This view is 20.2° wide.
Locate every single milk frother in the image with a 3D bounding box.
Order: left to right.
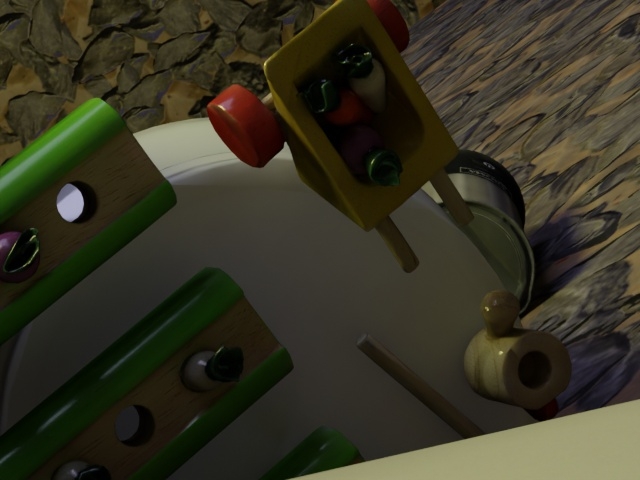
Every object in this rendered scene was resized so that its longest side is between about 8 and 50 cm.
[{"bbox_3d":[0.053,0.024,1.056,0.135,0.129,0.143,-72,-7,-75],"label":"milk frother"}]

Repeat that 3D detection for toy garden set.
[{"bbox_3d":[-0.001,0.056,0.580,0.204,0.244,0.049,-40,15,-17],"label":"toy garden set"}]

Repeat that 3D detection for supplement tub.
[{"bbox_3d":[-0.051,0.065,0.769,0.228,0.228,0.316,-39,10,-10],"label":"supplement tub"}]

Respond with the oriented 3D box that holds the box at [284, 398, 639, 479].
[{"bbox_3d":[0.001,0.116,0.440,0.275,0.094,0.113,-13,11,6],"label":"box"}]
